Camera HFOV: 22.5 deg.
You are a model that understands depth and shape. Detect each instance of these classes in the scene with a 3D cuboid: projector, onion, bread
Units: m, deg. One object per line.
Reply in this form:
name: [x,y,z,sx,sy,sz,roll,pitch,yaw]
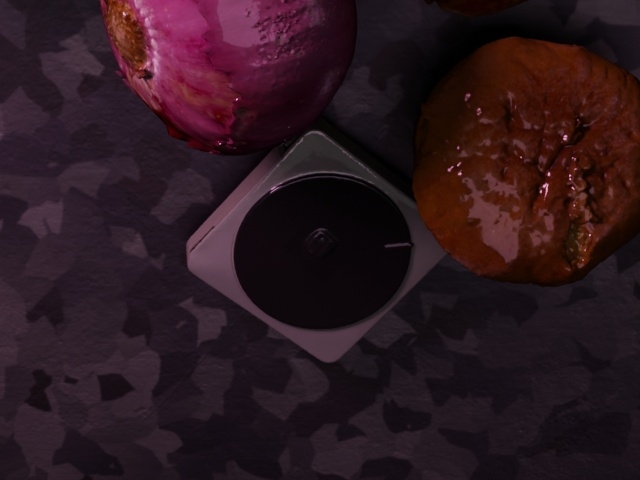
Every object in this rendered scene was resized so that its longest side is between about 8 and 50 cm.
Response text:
projector: [0.000,0.000,2.062,0.259,0.079,0.257,36,111,-22]
onion: [-0.088,-0.280,1.743,0.345,0.358,0.358,-27,119,2]
bread: [0.254,-0.093,1.939,0.312,0.172,0.312,-1,94,-9]

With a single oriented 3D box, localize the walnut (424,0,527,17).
walnut: [0.198,-0.323,1.878,0.207,0.116,0.116,-14,120,3]
